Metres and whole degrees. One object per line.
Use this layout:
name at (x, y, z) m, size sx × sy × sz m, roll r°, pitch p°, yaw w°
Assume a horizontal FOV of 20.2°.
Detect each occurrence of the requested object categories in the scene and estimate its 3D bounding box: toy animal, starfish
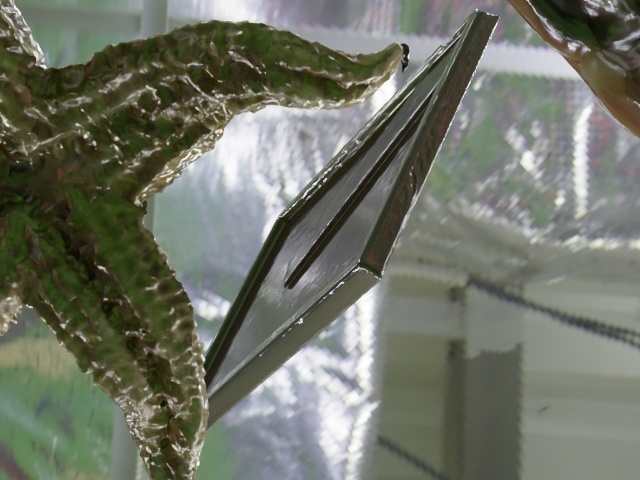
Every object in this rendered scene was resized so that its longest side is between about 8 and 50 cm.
toy animal at (0.149, -0.080, 0.676) m, size 0.097 × 0.312 × 0.157 m, roll -40°, pitch -100°, yaw 20°
starfish at (-0.101, -0.017, 0.611) m, size 0.277 × 0.062 × 0.236 m, roll -4°, pitch -71°, yaw 17°

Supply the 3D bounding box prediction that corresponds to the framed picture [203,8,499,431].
framed picture at (0.000, 0.000, 1.105) m, size 0.020 × 0.289 × 0.211 m, roll 32°, pitch -126°, yaw -9°
